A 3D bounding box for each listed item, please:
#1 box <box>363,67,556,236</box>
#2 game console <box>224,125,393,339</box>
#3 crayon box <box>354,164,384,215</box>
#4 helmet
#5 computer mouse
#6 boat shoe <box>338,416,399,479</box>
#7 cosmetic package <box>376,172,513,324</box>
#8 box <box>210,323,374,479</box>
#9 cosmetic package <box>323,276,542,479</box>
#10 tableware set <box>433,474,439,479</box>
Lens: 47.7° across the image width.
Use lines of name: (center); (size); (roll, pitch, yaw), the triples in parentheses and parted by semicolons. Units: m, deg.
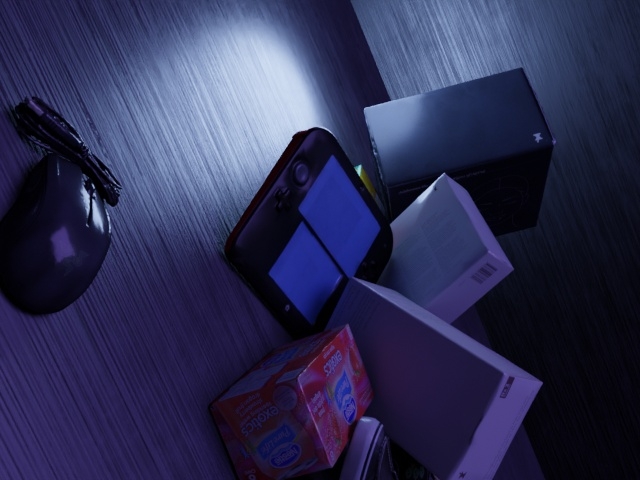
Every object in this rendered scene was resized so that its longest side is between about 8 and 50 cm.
box: (0.410, -0.212, 2.197); (0.472, 0.479, 0.298); (71, 5, -63)
game console: (0.000, 0.008, 1.435); (0.387, 0.060, 0.342); (54, 52, -38)
crayon box: (0.105, -0.072, 1.995); (0.165, 0.081, 0.278); (60, 21, -24)
helmet: (0.127, 0.434, 1.387); (0.169, 0.169, 0.162); (-14, 118, -71)
computer mouse: (-0.300, -0.039, 0.859); (0.188, 0.072, 0.272); (53, 25, -42)
boat shoe: (0.098, 0.432, 1.184); (0.121, 0.119, 0.336); (-50, 145, -54)
cosmetic package: (0.205, 0.076, 1.582); (0.097, 0.377, 0.285); (30, 26, -33)
box: (-0.032, 0.256, 1.168); (0.142, 0.154, 0.300); (69, 17, -3)
cosmetic package: (0.177, 0.248, 1.330); (0.156, 0.217, 0.385); (20, 10, -48)
tableware set: (0.312, 0.578, 1.980); (0.141, 0.020, 0.169); (65, 19, -11)
